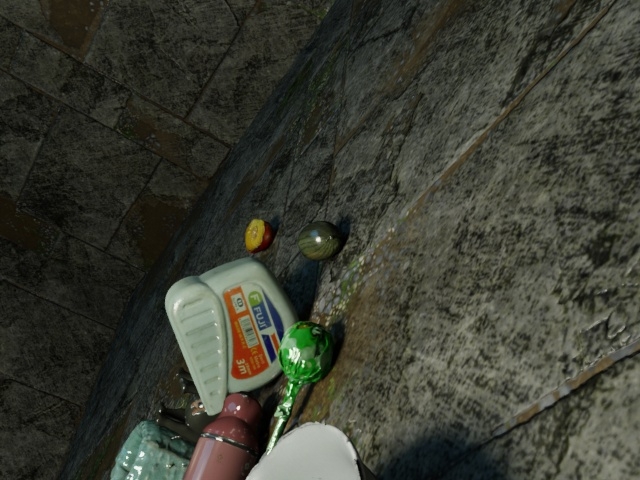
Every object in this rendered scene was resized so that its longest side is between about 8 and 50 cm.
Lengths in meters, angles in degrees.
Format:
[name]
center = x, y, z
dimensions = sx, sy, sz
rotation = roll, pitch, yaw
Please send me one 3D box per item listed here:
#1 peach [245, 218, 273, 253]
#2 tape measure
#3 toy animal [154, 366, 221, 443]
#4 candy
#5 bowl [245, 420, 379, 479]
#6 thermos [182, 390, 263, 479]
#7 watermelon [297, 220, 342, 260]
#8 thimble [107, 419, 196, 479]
[peach]
center = -0.155, -0.009, 1.833
dimensions = 0.098, 0.061, 0.098
rotation = -20, 64, 49
[tape measure]
center = -0.166, 0.169, 1.312
dimensions = 0.246, 0.243, 0.125
rotation = -21, 14, -16
[toy animal]
center = -0.234, 0.314, 1.430
dimensions = 0.245, 0.146, 0.115
rotation = -54, 20, 30
[candy]
center = -0.061, 0.287, 1.136
dimensions = 0.324, 0.097, 0.097
rotation = -70, 18, -1
[bowl]
center = 0.002, 0.368, 0.677
dimensions = 0.345, 0.157, 0.345
rotation = -52, 19, 26
[thermos]
center = -0.174, 0.421, 1.193
dimensions = 0.109, 0.136, 0.330
rotation = 3, 60, 31
[watermelon]
center = 0.000, 0.000, 1.364
dimensions = 0.110, 0.078, 0.078
rotation = -21, 43, 55
[thimble]
center = -0.354, 0.491, 1.498
dimensions = 0.235, 0.143, 0.198
rotation = -36, 31, 50
